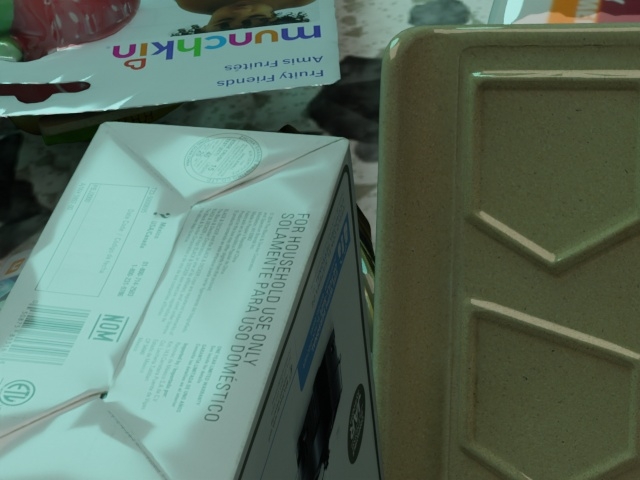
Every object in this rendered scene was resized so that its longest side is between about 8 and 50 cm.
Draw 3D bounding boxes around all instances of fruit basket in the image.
[{"bbox_3d":[-0.157,-0.183,0.961,0.327,0.165,0.353,-5,32,2],"label":"fruit basket"}]

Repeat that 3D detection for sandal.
[{"bbox_3d":[0.000,0.000,0.856,0.049,0.072,0.180,-30,45,8],"label":"sandal"}]

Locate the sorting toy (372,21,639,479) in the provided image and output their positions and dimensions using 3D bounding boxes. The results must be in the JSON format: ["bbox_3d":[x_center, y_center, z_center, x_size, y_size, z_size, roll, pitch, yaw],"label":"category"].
[{"bbox_3d":[0.135,0.068,0.619,0.229,0.307,0.041,2,1,14],"label":"sorting toy"}]

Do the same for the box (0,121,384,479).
[{"bbox_3d":[-0.035,0.123,0.542,0.087,0.290,0.169,5,40,13],"label":"box"}]

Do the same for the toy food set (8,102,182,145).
[{"bbox_3d":[-0.143,-0.104,1.021,0.132,0.038,0.192,-15,30,-15],"label":"toy food set"}]

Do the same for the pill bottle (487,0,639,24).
[{"bbox_3d":[0.279,-0.025,0.704,0.392,0.224,0.224,7,43,18],"label":"pill bottle"}]

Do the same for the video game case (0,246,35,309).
[{"bbox_3d":[-0.139,0.057,0.775,0.183,0.023,0.201,-18,31,37],"label":"video game case"}]
